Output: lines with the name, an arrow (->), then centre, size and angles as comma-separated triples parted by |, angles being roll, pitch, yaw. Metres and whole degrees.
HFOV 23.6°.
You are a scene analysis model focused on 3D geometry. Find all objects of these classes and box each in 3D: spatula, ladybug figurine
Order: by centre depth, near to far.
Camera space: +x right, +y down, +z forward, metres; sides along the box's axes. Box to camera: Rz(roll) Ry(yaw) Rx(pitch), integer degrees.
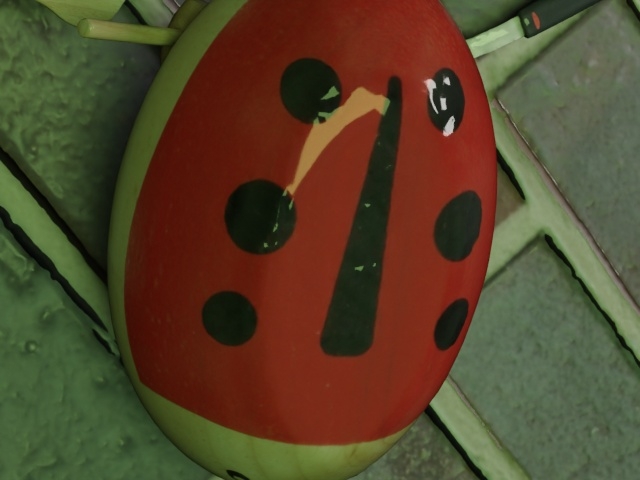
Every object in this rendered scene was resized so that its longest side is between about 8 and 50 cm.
ladybug figurine -> 0.000, 0.000, 1.152 | 0.305, 0.162, 0.449 | 0, 110, -20
spatula -> 0.148, -0.173, 1.304 | 0.296, 0.030, 0.084 | -27, 110, -14

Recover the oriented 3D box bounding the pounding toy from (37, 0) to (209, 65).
pounding toy -> -0.167, -0.234, 1.098 | 0.269, 0.155, 0.154 | 25, 96, -29
